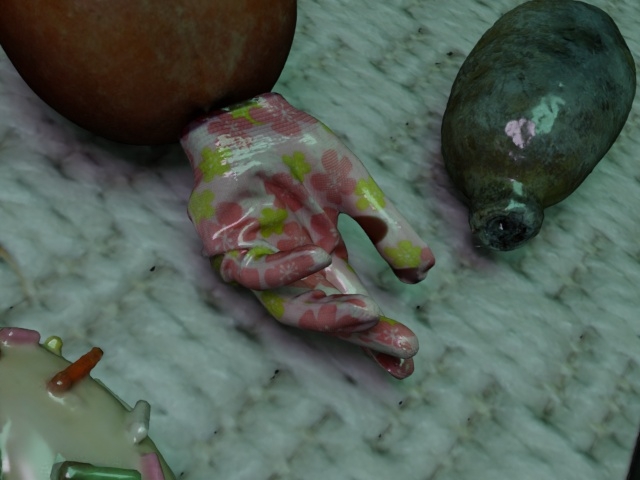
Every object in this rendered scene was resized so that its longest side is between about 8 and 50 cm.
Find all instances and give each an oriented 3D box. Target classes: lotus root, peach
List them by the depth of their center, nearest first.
[{"bbox_3d":[-0.139,-0.196,0.622,0.252,0.252,0.252,11,50,-13],"label":"peach"},{"bbox_3d":[0.215,-0.133,0.757,0.175,0.175,0.349,30,47,4],"label":"lotus root"}]

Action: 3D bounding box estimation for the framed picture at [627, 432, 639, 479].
[{"bbox_3d":[0.381,0.286,0.578,0.338,0.014,0.255,34,48,7],"label":"framed picture"}]

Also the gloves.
[{"bbox_3d":[-0.009,0.005,0.590,0.145,0.126,0.241,-23,86,-56],"label":"gloves"}]

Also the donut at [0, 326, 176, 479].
[{"bbox_3d":[-0.219,0.189,0.336,0.382,0.142,0.383,11,51,-14],"label":"donut"}]
